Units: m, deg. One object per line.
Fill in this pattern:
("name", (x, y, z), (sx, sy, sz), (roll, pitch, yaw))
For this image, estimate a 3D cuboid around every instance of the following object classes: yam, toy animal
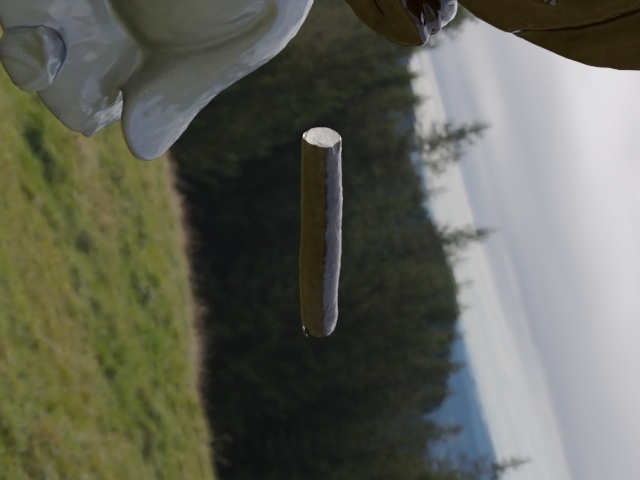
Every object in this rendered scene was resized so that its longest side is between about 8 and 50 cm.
("yam", (0.000, 0.000, 1.350), (0.046, 0.046, 0.264), (-102, -170, -53))
("toy animal", (-0.126, -0.214, 1.061), (0.206, 0.265, 0.271), (-66, 139, -67))

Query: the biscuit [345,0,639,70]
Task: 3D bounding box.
("biscuit", (0.116, -0.245, 0.702), (0.350, 0.394, 0.070), (-58, -172, 37))
